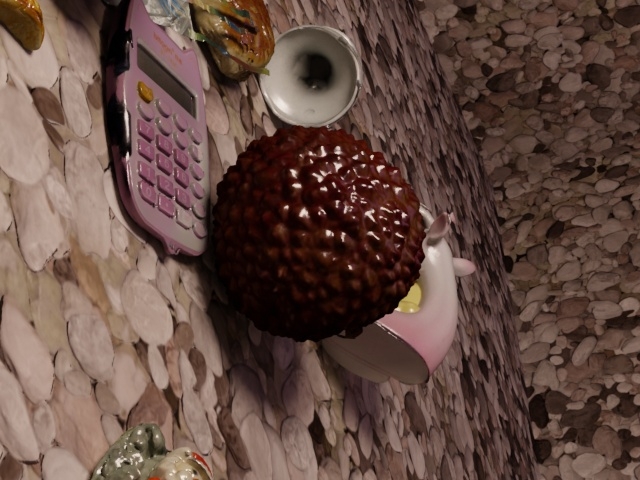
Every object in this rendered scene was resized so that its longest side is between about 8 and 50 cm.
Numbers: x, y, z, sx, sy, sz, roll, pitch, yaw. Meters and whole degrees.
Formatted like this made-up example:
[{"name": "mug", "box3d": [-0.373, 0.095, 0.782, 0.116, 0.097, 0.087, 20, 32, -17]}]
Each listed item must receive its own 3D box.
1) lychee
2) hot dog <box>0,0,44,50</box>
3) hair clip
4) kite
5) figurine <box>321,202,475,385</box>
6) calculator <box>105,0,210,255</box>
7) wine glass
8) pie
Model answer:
[{"name": "lychee", "box3d": [0.000, 0.000, 1.239, 0.264, 0.264, 0.300, -84, 155, -53]}, {"name": "hot dog", "box3d": [-0.277, -0.212, 0.960, 0.090, 0.034, 0.030, 52, 27, -52]}, {"name": "hair clip", "box3d": [-0.095, 0.313, 0.917, 0.321, 0.091, 0.138, 68, 20, -12]}, {"name": "kite", "box3d": [-0.170, -0.293, 1.307, 0.310, 0.015, 0.169, 30, 43, -44]}, {"name": "figurine", "box3d": [0.092, 0.043, 1.602, 0.316, 0.284, 0.206, -53, 138, -40]}, {"name": "calculator", "box3d": [-0.181, -0.118, 1.175, 0.194, 0.043, 0.294, 43, 37, -61]}, {"name": "wine glass", "box3d": [-0.010, -0.273, 1.692, 0.196, 0.164, 0.165, -76, 146, -74]}, {"name": "pie", "box3d": [-0.125, -0.314, 1.481, 0.163, 0.079, 0.194, 43, 35, -50]}]
